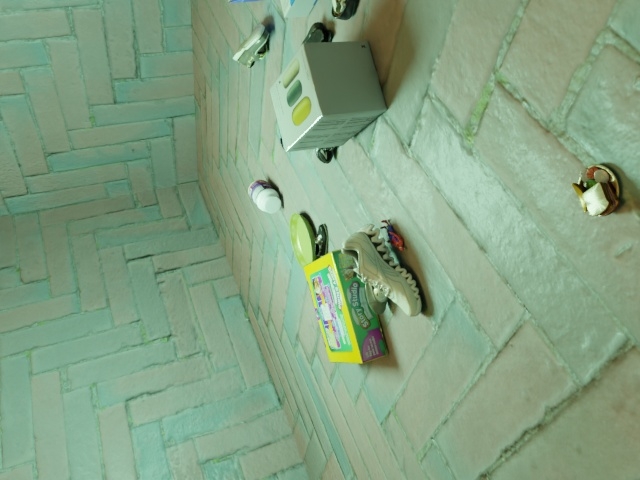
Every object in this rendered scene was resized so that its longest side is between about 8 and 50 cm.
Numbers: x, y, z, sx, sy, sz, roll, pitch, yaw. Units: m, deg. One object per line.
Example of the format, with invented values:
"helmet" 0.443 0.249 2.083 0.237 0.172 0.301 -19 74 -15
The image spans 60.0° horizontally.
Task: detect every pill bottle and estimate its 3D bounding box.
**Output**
"pill bottle" -0.246 -0.193 2.485 0.193 0.108 0.108 -134 36 -54

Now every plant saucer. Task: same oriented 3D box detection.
"plant saucer" -0.065 0.003 2.225 0.241 0.037 0.241 167 90 -69

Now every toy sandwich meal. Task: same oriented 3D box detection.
"toy sandwich meal" 0.430 -0.077 0.869 0.085 0.029 0.086 167 90 -70

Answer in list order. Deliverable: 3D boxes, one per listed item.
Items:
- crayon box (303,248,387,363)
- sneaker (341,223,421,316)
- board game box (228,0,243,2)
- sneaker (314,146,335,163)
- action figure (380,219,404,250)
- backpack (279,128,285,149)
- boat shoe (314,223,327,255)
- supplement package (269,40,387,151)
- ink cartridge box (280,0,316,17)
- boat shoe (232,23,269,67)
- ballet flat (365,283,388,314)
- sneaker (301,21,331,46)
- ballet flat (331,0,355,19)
"crayon box" 0.077 0.227 1.887 0.313 0.106 0.363 149 106 -68
"sneaker" 0.165 0.095 1.519 0.292 0.118 0.110 55 156 21
"board game box" -0.256 -1.017 1.961 0.232 0.141 0.291 -152 52 -64
"sneaker" 0.026 -0.314 1.746 0.188 0.066 0.078 105 152 -47
"action figure" 0.199 -0.010 1.531 0.115 0.030 0.038 54 146 42
"backpack" -0.065 -0.363 1.734 0.158 0.116 0.174 -133 51 -66
"boat shoe" 0.001 0.001 2.045 0.049 0.041 0.133 -127 32 -52
"supplement package" 0.012 -0.388 1.515 0.262 0.197 0.200 -26 77 63
"ink cartridge box" -0.078 -0.813 1.691 0.148 0.085 0.203 156 101 -69
"boat shoe" -0.258 -0.763 2.195 0.109 0.091 0.305 -62 22 -12
"ballet flat" 0.167 0.118 1.635 0.068 0.072 0.214 -3 100 59
"sneaker" -0.013 -0.597 1.700 0.170 0.051 0.089 128 131 -61
"ballet flat" 0.068 -0.656 1.424 0.203 0.074 0.074 110 142 -55
